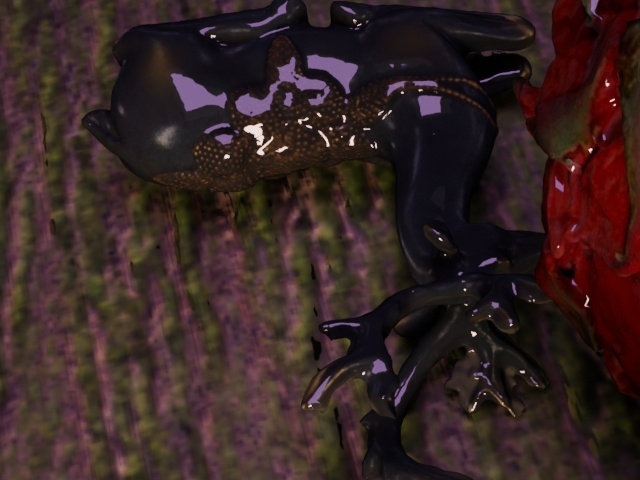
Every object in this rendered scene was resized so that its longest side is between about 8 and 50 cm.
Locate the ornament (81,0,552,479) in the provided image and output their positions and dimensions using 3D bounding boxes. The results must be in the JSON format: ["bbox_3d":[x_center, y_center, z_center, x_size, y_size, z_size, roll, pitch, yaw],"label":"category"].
[{"bbox_3d":[0.000,0.000,0.695,0.202,0.080,0.236,-5,50,1],"label":"ornament"}]

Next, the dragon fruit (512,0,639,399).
[{"bbox_3d":[0.200,-0.014,0.582,0.293,0.234,0.234,39,64,9],"label":"dragon fruit"}]
